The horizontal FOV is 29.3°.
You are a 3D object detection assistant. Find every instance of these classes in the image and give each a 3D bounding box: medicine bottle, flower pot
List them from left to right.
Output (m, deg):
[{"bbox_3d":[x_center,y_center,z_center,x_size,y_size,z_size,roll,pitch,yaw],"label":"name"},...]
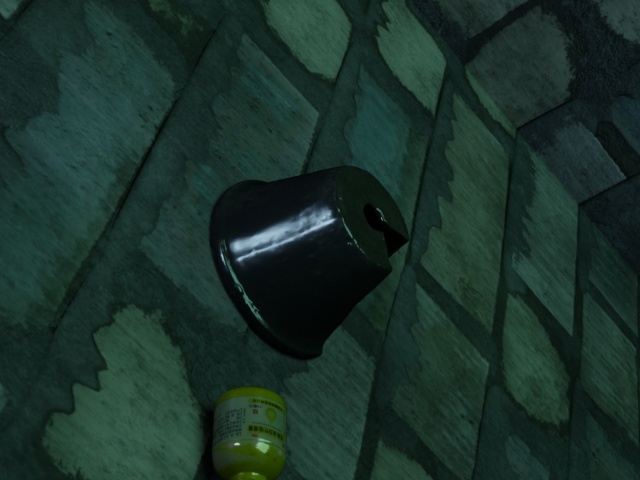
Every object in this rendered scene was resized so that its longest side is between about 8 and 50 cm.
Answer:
[{"bbox_3d":[-0.115,0.353,1.982,0.122,0.122,0.212,35,39,-36],"label":"medicine bottle"},{"bbox_3d":[0.000,0.000,2.324,0.379,0.251,0.379,33,42,-35],"label":"flower pot"}]
